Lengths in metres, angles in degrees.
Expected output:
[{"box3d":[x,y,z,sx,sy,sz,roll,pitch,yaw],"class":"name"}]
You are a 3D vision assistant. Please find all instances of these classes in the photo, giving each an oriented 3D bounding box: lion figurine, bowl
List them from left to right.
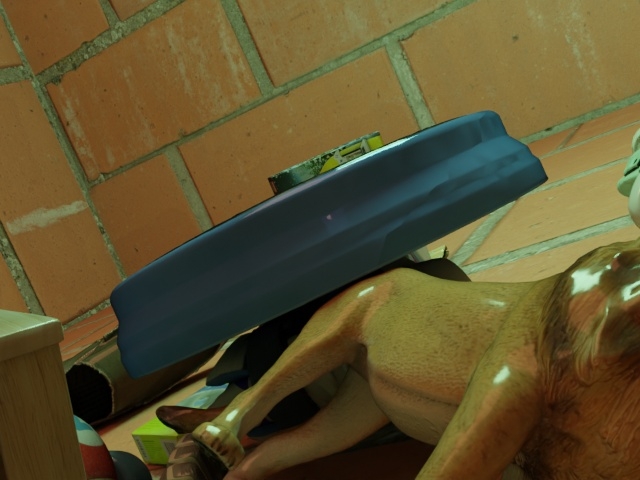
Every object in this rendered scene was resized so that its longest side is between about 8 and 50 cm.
[{"box3d":[0.000,0.000,0.706,0.391,0.077,0.391,-26,-1,0],"class":"bowl"},{"box3d":[0.075,0.073,0.448,0.240,0.142,0.392,-46,32,-24],"class":"lion figurine"}]

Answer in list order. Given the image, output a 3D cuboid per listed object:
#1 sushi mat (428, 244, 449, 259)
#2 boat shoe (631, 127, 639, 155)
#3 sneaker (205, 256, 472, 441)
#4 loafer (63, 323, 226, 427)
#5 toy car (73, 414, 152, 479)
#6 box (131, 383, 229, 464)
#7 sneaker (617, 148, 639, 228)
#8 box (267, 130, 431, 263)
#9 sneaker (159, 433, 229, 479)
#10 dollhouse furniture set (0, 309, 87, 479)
[{"box3d":[0.052,0.084,1.301,0.316,0.019,0.151,-22,7,16],"class":"sushi mat"},{"box3d":[0.542,-0.151,1.035,0.302,0.113,0.103,-18,1,37],"class":"boat shoe"},{"box3d":[0.016,0.118,0.683,0.236,0.130,0.323,-32,10,-6],"class":"sneaker"},{"box3d":[-0.278,0.192,1.159,0.366,0.134,0.130,-34,11,-6],"class":"loafer"},{"box3d":[-0.280,0.141,0.633,0.210,0.238,0.219,-26,-20,9],"class":"toy car"},{"box3d":[-0.105,0.184,0.893,0.178,0.042,0.109,-29,8,-39],"class":"box"},{"box3d":[0.406,-0.061,0.964,0.256,0.094,0.151,-41,-4,-34],"class":"sneaker"},{"box3d":[0.048,-0.010,1.094,0.159,0.233,0.044,-24,7,-8],"class":"box"},{"box3d":[-0.129,0.207,0.569,0.132,0.086,0.229,-25,6,8],"class":"sneaker"},{"box3d":[-0.225,0.166,0.303,0.303,0.198,0.286,-18,12,-42],"class":"dollhouse furniture set"}]
